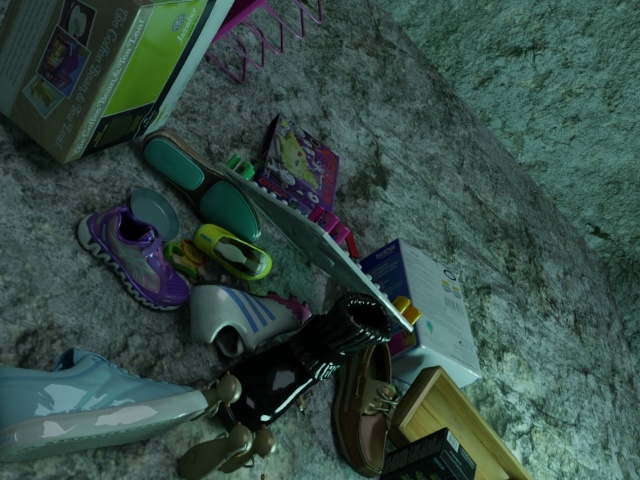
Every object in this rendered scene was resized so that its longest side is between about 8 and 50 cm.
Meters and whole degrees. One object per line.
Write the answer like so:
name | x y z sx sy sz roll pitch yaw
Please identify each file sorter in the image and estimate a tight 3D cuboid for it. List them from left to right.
file sorter | -0.156 -0.577 2.090 0.182 0.290 0.202 37 35 -37

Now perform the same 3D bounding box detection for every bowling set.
bowling set | -0.122 0.373 1.341 0.200 0.154 0.287 33 37 -36

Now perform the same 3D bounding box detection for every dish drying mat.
dish drying mat | 0.082 0.010 2.160 0.032 0.008 0.083 18 48 -48

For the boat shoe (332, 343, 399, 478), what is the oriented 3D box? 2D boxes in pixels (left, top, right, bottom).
boat shoe | 0.104 0.342 1.750 0.122 0.120 0.324 35 36 -34

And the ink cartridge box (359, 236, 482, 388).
ink cartridge box | 0.252 0.175 2.109 0.270 0.151 0.396 31 40 -38

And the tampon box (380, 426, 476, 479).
tampon box | 0.233 0.501 1.748 0.120 0.161 0.101 53 29 -10

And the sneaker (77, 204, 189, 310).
sneaker | -0.314 0.027 1.444 0.236 0.104 0.095 46 29 -21

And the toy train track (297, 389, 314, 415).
toy train track | -0.026 0.327 1.666 0.083 0.014 0.048 -40 114 -68

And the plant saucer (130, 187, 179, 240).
plant saucer | -0.326 -0.046 1.580 0.119 0.021 0.119 38 33 -31

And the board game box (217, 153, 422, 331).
board game box | 0.000 0.000 1.699 0.390 0.050 0.390 34 -10 47

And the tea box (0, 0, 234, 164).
tea box | -0.375 -0.355 1.447 0.220 0.329 0.323 39 28 5

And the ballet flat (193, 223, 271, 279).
ballet flat | -0.164 0.035 1.665 0.077 0.077 0.231 25 -5 43

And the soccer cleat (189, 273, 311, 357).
soccer cleat | -0.139 0.164 1.594 0.331 0.116 0.143 22 68 -51

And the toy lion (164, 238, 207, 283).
toy lion | -0.263 0.032 1.595 0.100 0.034 0.096 30 32 -39

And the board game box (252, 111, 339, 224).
board game box | -0.053 -0.174 2.013 0.208 0.056 0.347 39 28 -19

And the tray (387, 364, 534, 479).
tray | 0.334 0.515 1.912 0.411 0.076 0.203 50 54 -11

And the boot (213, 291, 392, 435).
boot | -0.027 0.222 1.522 0.131 0.260 0.348 57 28 -1

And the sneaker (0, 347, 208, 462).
sneaker | -0.318 0.224 1.212 0.366 0.135 0.150 8 58 -55

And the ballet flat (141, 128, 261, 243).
ballet flat | -0.240 -0.121 1.711 0.316 0.107 0.106 47 12 -19
